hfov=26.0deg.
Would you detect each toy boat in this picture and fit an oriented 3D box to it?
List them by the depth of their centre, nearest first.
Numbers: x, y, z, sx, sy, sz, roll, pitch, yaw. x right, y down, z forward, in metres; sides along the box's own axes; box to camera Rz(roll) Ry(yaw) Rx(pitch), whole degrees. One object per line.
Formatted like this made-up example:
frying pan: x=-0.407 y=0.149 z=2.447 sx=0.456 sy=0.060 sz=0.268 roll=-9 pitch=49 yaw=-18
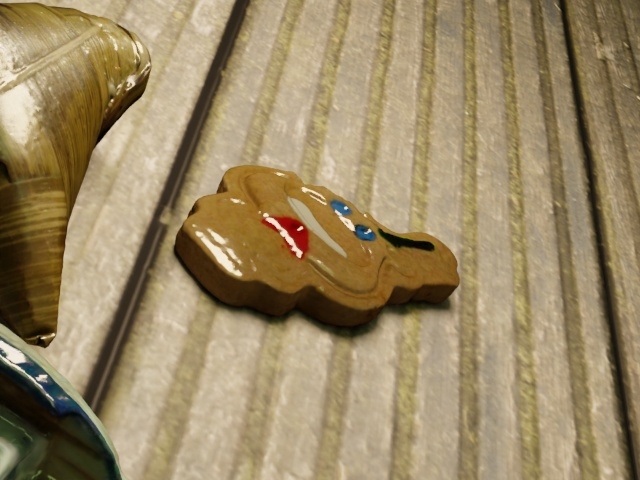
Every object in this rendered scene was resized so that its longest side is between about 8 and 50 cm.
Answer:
toy boat: x=-0.228 y=0.102 z=0.807 sx=0.262 sy=0.114 sz=0.115 roll=33 pitch=17 yaw=8

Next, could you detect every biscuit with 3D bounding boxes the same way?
biscuit: x=0.006 y=0.006 z=1.264 sx=0.319 sy=0.047 sz=0.183 roll=14 pitch=38 yaw=-34

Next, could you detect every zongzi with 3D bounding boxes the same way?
zongzi: x=-0.208 y=-0.059 z=1.080 sx=0.288 sy=0.134 sz=0.286 roll=57 pitch=30 yaw=11
